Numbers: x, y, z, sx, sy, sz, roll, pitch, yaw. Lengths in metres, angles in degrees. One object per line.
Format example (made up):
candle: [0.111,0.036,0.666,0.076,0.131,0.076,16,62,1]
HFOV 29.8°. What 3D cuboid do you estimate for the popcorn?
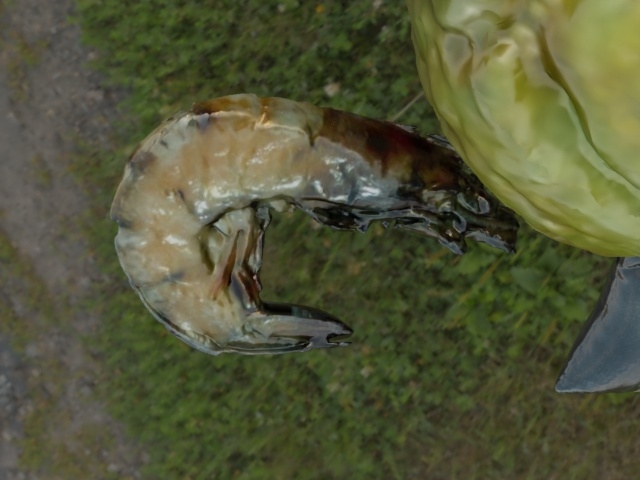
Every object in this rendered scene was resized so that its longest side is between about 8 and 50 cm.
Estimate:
popcorn: [0.140,-0.131,0.501,0.225,0.276,0.276,19,136,-11]

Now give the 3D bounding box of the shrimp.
shrimp: [0.000,0.000,1.033,0.071,0.365,0.233,-134,59,-64]

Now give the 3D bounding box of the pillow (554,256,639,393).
pillow: [0.322,0.053,0.973,0.106,0.250,0.186,-110,26,-43]
